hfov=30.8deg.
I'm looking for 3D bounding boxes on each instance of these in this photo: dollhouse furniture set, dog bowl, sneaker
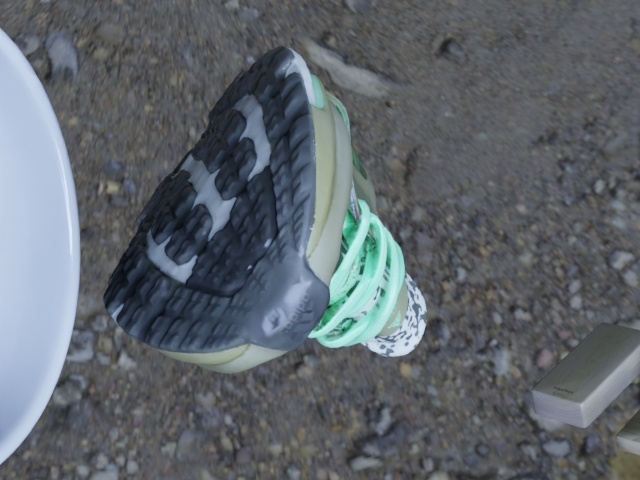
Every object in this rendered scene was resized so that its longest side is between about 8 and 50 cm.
[{"bbox_3d":[0.268,0.167,0.952,0.144,0.151,0.123,-34,121,-36],"label":"dollhouse furniture set"},{"bbox_3d":[-0.241,0.001,0.638,0.104,0.265,0.264,-1,110,18],"label":"dog bowl"},{"bbox_3d":[0.000,0.000,0.663,0.182,0.410,0.158,34,97,-10],"label":"sneaker"}]
